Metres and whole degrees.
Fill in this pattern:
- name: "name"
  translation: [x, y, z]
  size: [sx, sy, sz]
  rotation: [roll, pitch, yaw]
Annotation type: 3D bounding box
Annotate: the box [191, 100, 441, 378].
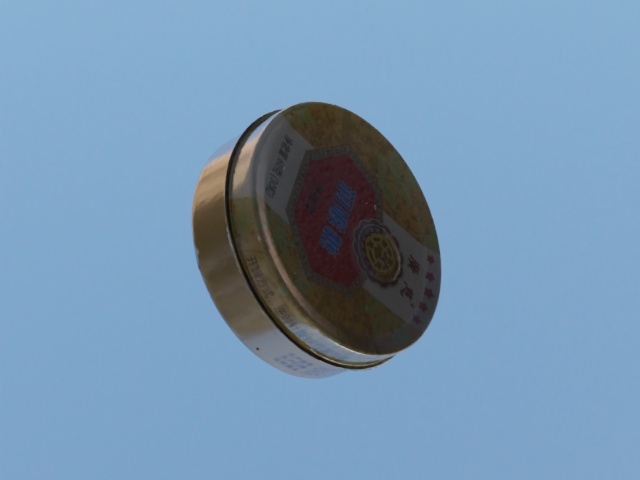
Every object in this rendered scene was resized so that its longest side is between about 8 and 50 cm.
- name: "box"
  translation: [0.000, 0.000, 0.555]
  size: [0.106, 0.037, 0.105]
  rotation: [23, -123, -39]
